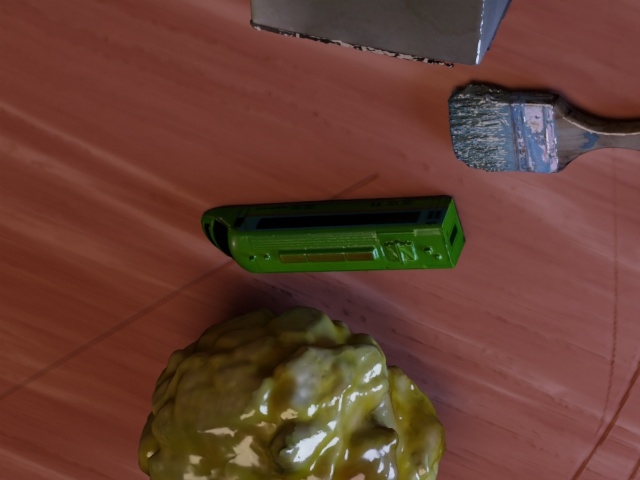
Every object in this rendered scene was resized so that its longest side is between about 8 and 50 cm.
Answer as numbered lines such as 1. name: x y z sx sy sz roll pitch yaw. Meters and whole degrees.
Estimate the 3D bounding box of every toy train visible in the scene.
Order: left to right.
1. toy train: 0.000 0.000 1.176 0.209 0.042 0.044 -3 128 23

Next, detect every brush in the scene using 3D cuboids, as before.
1. brush: 0.183 -0.072 1.057 0.196 0.021 0.070 3 130 17

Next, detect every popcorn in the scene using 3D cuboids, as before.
1. popcorn: -0.028 0.177 1.222 0.249 0.225 0.249 11 127 15

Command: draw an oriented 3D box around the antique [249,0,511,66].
1. antique: 0.046 -0.205 0.901 0.147 0.152 0.148 12 135 14
